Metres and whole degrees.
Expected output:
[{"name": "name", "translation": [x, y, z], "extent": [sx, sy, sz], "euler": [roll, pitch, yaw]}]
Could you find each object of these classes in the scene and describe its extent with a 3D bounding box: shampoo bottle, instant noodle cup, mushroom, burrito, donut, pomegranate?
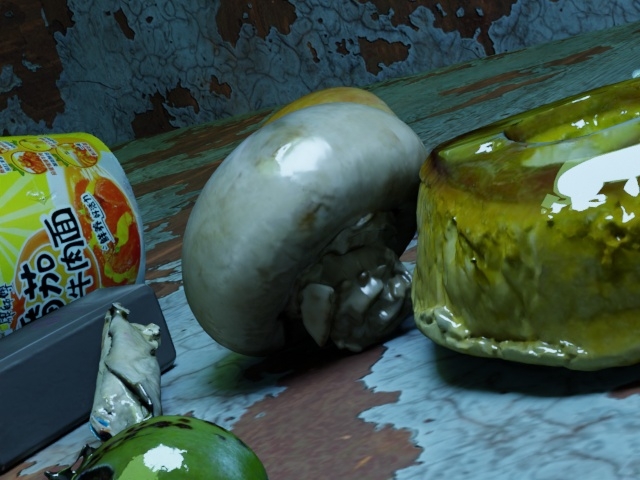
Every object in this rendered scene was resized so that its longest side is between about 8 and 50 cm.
[{"name": "shampoo bottle", "translation": [-0.228, 0.113, 1.053], "extent": [0.080, 0.079, 0.246], "euler": [-9, 14, 39]}, {"name": "instant noodle cup", "translation": [-0.304, 0.008, 1.286], "extent": [0.200, 0.264, 0.264], "euler": [-14, 8, -35]}, {"name": "mushroom", "translation": [0.000, 0.000, 1.021], "extent": [0.178, 0.226, 0.226], "euler": [37, 39, 21]}, {"name": "burrito", "translation": [-0.145, 0.103, 0.992], "extent": [0.051, 0.042, 0.171], "euler": [21, 19, -16]}, {"name": "donut", "translation": [0.204, -0.031, 0.897], "extent": [0.330, 0.160, 0.330], "euler": [-9, 14, 2]}, {"name": "pomegranate", "translation": [-0.056, 0.147, 0.606], "extent": [0.161, 0.122, 0.122], "euler": [20, 10, -5]}]

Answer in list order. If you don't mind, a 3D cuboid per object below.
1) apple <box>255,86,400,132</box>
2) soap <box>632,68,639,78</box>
[{"name": "apple", "translation": [0.008, -0.067, 1.354], "extent": [0.199, 0.199, 0.199], "euler": [-17, 11, 3]}, {"name": "soap", "translation": [0.445, -0.150, 1.273], "extent": [0.265, 0.088, 0.160], "euler": [-14, 11, 14]}]
